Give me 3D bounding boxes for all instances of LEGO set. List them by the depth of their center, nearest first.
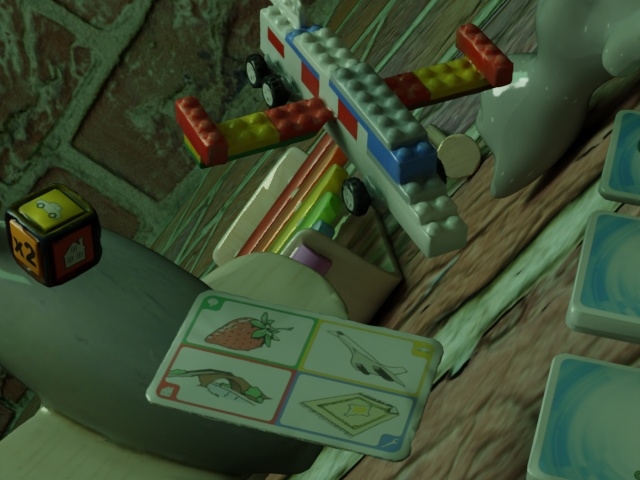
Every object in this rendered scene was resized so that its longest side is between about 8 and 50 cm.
[{"bbox_3d":[0.035,-0.013,0.461,0.182,0.244,0.060,-65,-18,-47],"label":"LEGO set"}]

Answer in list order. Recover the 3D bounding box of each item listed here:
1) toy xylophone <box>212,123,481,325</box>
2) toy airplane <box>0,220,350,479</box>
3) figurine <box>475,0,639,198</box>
[{"bbox_3d":[0.000,0.000,1.062,0.236,0.081,0.323,-55,10,1],"label":"toy xylophone"},{"bbox_3d":[-0.151,0.129,0.428,0.384,0.272,0.386,-14,27,-4],"label":"toy airplane"},{"bbox_3d":[0.156,-0.139,0.790,0.215,0.092,0.209,-62,4,-32],"label":"figurine"}]
